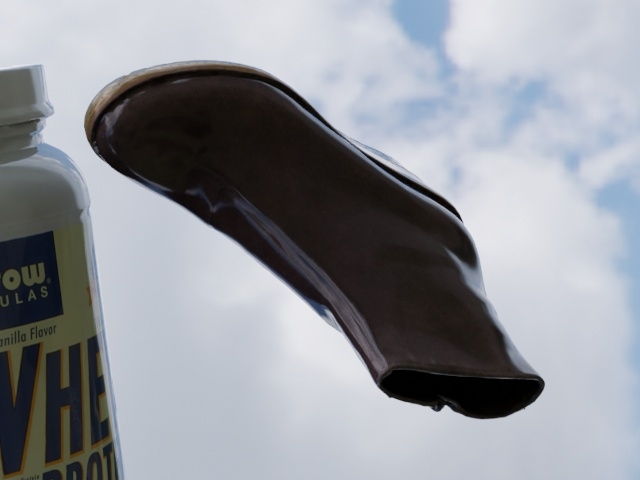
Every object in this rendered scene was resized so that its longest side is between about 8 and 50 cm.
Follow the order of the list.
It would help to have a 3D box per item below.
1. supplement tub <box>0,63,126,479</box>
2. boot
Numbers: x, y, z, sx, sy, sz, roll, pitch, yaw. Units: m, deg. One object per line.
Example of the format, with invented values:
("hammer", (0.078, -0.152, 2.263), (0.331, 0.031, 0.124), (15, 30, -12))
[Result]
("supplement tub", (-0.244, 0.066, 1.067), (0.235, 0.235, 0.325), (-17, -77, -53))
("boot", (0.000, 0.000, 0.997), (0.248, 0.207, 0.090), (15, -59, -35))
